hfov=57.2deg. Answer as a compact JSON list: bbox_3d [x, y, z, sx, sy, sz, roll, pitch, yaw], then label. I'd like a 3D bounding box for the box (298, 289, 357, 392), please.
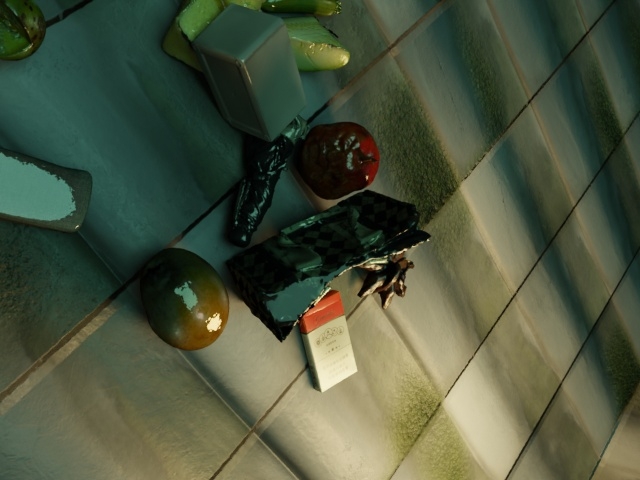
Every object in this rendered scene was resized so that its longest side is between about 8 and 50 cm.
[{"bbox_3d":[0.018,0.270,1.582,0.139,0.035,0.245,-24,106,-34],"label":"box"}]

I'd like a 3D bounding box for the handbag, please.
[{"bbox_3d":[0.018,0.034,1.333,0.416,0.317,0.180,-29,107,-15],"label":"handbag"}]

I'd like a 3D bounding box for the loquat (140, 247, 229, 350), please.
[{"bbox_3d":[-0.291,0.123,1.257,0.179,0.179,0.227,-28,113,-33],"label":"loquat"}]

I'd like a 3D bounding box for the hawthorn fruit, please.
[{"bbox_3d":[0.066,-0.206,1.467,0.208,0.243,0.207,-3,96,-35],"label":"hawthorn fruit"}]

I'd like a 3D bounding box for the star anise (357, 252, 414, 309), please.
[{"bbox_3d":[0.193,0.065,1.665,0.272,0.103,0.271,1,89,-38],"label":"star anise"}]

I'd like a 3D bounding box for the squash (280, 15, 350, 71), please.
[{"bbox_3d":[-0.078,-0.461,1.426,0.252,0.169,0.093,-20,147,-36],"label":"squash"}]

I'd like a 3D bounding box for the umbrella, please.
[{"bbox_3d":[-0.138,-0.155,1.395,0.106,0.113,0.357,40,67,-55],"label":"umbrella"}]

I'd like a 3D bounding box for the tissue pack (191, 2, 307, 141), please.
[{"bbox_3d":[-0.151,-0.362,1.288,0.136,0.160,0.246,-52,152,-22],"label":"tissue pack"}]

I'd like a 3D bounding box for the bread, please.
[{"bbox_3d":[-0.242,-0.517,1.290,0.178,0.142,0.265,70,41,-66],"label":"bread"}]

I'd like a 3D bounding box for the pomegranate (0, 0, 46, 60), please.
[{"bbox_3d":[-0.572,-0.382,1.054,0.143,0.122,0.169,25,114,-7],"label":"pomegranate"}]

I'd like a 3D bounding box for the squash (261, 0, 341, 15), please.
[{"bbox_3d":[-0.050,-0.600,1.468,0.258,0.069,0.069,-14,101,-37],"label":"squash"}]

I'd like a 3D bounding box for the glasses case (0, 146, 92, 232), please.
[{"bbox_3d":[-0.591,-0.106,1.075,0.323,0.074,0.131,16,81,-37],"label":"glasses case"}]
